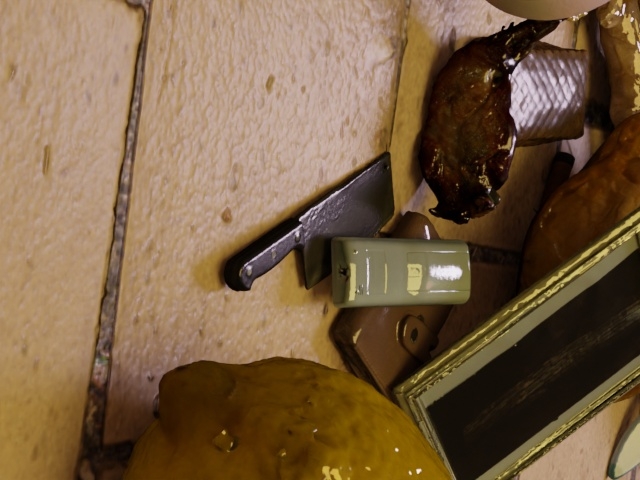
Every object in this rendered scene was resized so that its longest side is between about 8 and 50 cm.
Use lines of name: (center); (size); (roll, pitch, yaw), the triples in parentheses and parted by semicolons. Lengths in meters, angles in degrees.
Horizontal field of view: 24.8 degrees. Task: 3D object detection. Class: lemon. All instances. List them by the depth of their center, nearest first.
lemon: (-0.017, 0.213, 1.021); (0.245, 0.245, 0.319); (-51, 121, -36)

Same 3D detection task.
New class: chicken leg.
chicken leg: (0.157, -0.136, 1.309); (0.051, 0.106, 0.253); (22, 94, -61)

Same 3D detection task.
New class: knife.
knife: (0.000, 0.000, 1.196); (0.245, 0.019, 0.072); (-35, 125, -49)

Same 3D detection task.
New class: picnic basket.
picnic basket: (0.205, -0.145, 1.427); (0.193, 0.055, 0.110); (-8, 103, -52)

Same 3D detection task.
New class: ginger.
ginger: (0.354, -0.164, 1.621); (0.148, 0.081, 0.333); (-40, 128, -24)

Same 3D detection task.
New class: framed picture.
framed picture: (0.214, 0.123, 1.367); (0.293, 0.018, 0.231); (-36, 136, -10)

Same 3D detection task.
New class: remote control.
remote control: (0.072, 0.027, 1.246); (0.162, 0.029, 0.061); (0, 85, -47)

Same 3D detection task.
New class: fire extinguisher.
fire extinguisher: (0.244, -0.053, 1.530); (0.028, 0.022, 0.083); (25, 73, -15)

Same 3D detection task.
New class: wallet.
wallet: (0.073, 0.063, 1.296); (0.152, 0.039, 0.118); (-60, 138, -30)

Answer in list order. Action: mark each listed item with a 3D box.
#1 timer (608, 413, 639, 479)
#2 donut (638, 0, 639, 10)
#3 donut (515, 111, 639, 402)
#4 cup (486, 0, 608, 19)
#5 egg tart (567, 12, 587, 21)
timer: (0.468, 0.202, 1.820); (0.255, 0.175, 0.175); (-56, 146, 11)
donut: (0.419, -0.289, 1.622); (0.152, 0.101, 0.259); (-44, 112, -20)
donut: (0.332, 0.007, 1.522); (0.330, 0.160, 0.330); (-32, 142, -29)
cup: (0.164, -0.321, 1.182); (0.274, 0.253, 0.253); (43, 62, -58)
egg tart: (0.248, -0.273, 1.471); (0.105, 0.039, 0.105); (-16, 110, -53)
